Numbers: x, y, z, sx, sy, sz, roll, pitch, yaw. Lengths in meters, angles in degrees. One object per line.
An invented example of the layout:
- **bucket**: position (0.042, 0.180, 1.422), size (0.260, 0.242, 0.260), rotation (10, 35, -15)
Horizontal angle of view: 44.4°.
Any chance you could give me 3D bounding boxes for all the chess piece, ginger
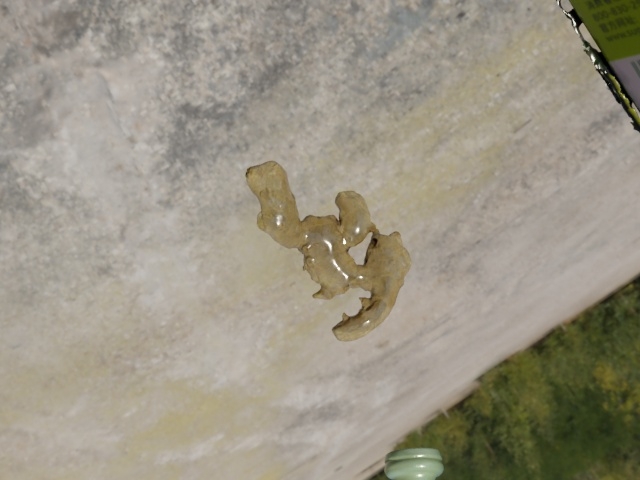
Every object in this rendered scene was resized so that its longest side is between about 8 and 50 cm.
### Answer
- **chess piece**: position (0.066, 0.192, 0.536), size (0.042, 0.093, 0.042), rotation (-1, 151, 0)
- **ginger**: position (0.013, -0.008, 0.995), size (0.149, 0.259, 0.065), rotation (-39, -174, -18)

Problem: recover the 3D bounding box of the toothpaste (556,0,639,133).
- **toothpaste**: position (0.103, -0.170, 0.262), size (0.110, 0.327, 0.077), rotation (-43, -164, -15)
